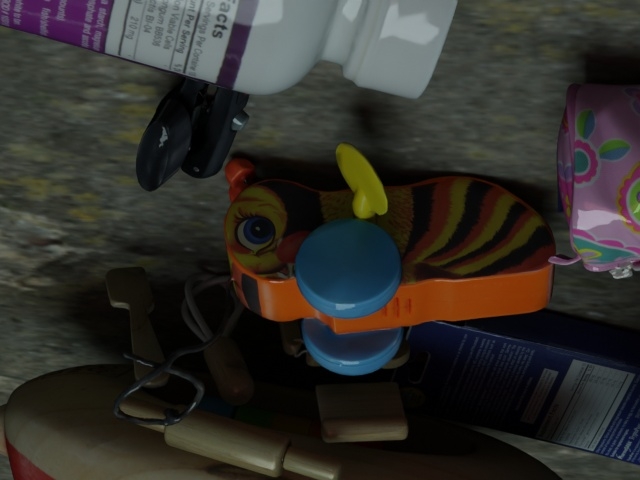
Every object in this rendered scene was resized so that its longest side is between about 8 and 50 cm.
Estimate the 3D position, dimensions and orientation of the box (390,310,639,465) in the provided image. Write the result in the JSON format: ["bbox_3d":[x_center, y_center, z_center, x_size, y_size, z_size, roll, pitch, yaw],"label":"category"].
[{"bbox_3d":[0.170,0.105,1.463,0.225,0.036,0.136,13,144,-2],"label":"box"}]

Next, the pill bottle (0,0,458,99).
[{"bbox_3d":[-0.074,-0.175,1.037,0.301,0.169,0.169,15,145,-5],"label":"pill bottle"}]

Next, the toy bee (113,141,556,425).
[{"bbox_3d":[0.000,0.000,1.298,0.298,0.162,0.195,-3,144,-24],"label":"toy bee"}]

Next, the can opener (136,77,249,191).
[{"bbox_3d":[-0.067,-0.103,1.230,0.059,0.073,0.186,25,134,-4],"label":"can opener"}]

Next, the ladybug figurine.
[{"bbox_3d":[-0.036,0.204,1.453,0.449,0.162,0.305,11,-175,7],"label":"ladybug figurine"}]

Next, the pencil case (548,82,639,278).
[{"bbox_3d":[0.281,-0.035,1.161,0.284,0.124,0.124,1,143,12],"label":"pencil case"}]

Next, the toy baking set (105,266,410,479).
[{"bbox_3d":[-0.053,0.091,1.370,0.256,0.197,0.030,12,124,11],"label":"toy baking set"}]
